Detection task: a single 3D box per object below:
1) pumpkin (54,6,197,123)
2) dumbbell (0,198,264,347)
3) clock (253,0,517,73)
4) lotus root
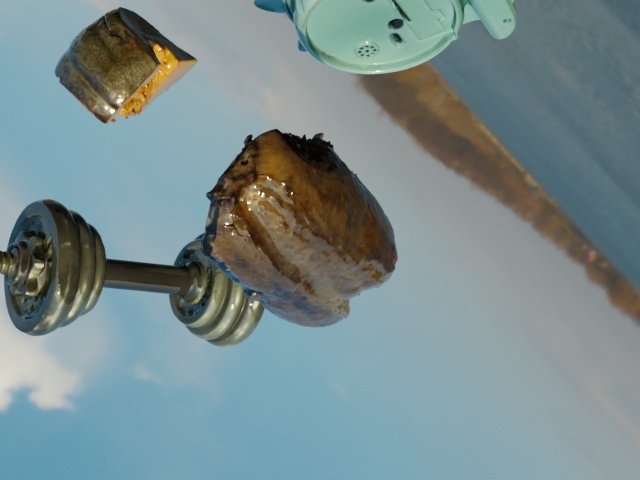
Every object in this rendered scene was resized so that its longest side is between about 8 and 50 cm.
[{"bbox_3d":[-0.276,-0.249,1.464,0.126,0.131,0.248,40,-172,-1],"label":"pumpkin"},{"bbox_3d":[-0.241,0.049,1.388,0.406,0.179,0.179,8,-146,-38],"label":"dumbbell"},{"bbox_3d":[0.070,-0.274,1.174,0.223,0.274,0.094,35,-137,-52],"label":"clock"},{"bbox_3d":[0.000,0.000,0.961,0.078,0.167,0.329,29,177,26],"label":"lotus root"}]
